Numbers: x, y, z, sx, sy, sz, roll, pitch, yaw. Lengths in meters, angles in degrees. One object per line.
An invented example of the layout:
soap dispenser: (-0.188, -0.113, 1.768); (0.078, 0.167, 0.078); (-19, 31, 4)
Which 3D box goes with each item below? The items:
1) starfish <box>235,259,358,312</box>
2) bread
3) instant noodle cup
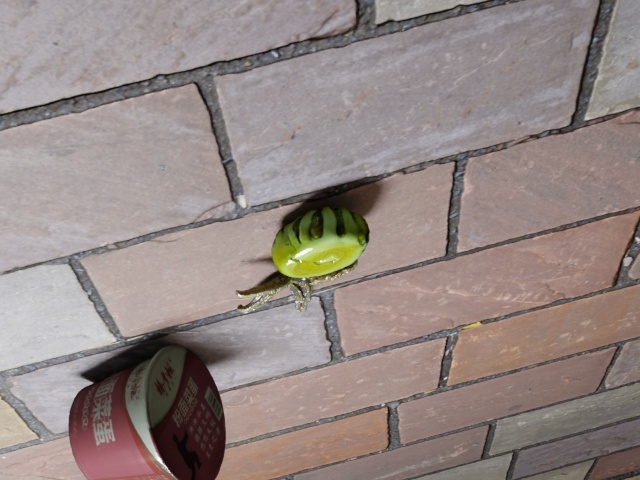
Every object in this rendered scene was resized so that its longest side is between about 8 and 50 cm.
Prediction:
starfish: (-0.051, 0.071, 1.741); (0.176, 0.053, 0.208); (-7, 161, -44)
bread: (0.000, 0.000, 1.618); (0.130, 0.071, 0.139); (1, 152, -25)
instant noodle cup: (-0.287, 0.304, 1.904); (0.178, 0.235, 0.235); (-17, 155, 22)
